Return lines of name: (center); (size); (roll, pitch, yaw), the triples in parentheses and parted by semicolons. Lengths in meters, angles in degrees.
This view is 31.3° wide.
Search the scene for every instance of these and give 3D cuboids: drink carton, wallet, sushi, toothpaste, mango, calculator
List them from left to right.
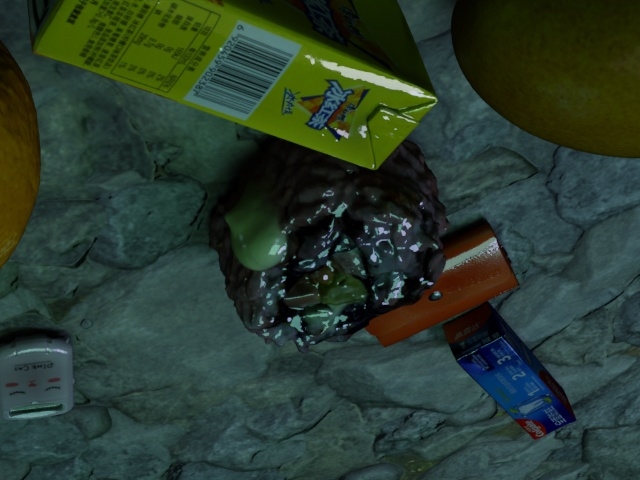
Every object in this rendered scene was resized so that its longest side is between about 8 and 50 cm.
calculator: (-0.359, 0.173, 1.429); (0.100, 0.032, 0.175); (-5, 140, -15)
drink carton: (-0.073, -0.192, 1.001); (0.351, 0.154, 0.111); (16, 132, -34)
sushi: (0.000, 0.000, 1.246); (0.237, 0.170, 0.270); (19, 134, -37)
wallet: (0.148, 0.062, 1.472); (0.204, 0.045, 0.142); (-25, 140, 9)
toothpaste: (0.282, 0.198, 1.668); (0.076, 0.066, 0.320); (-29, 141, 14)
mango: (0.306, -0.185, 1.026); (0.378, 0.221, 0.263); (15, 156, 11)

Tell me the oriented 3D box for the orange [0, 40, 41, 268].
orange: (-0.378, -0.076, 0.910); (0.312, 0.312, 0.312); (-10, 141, -8)
